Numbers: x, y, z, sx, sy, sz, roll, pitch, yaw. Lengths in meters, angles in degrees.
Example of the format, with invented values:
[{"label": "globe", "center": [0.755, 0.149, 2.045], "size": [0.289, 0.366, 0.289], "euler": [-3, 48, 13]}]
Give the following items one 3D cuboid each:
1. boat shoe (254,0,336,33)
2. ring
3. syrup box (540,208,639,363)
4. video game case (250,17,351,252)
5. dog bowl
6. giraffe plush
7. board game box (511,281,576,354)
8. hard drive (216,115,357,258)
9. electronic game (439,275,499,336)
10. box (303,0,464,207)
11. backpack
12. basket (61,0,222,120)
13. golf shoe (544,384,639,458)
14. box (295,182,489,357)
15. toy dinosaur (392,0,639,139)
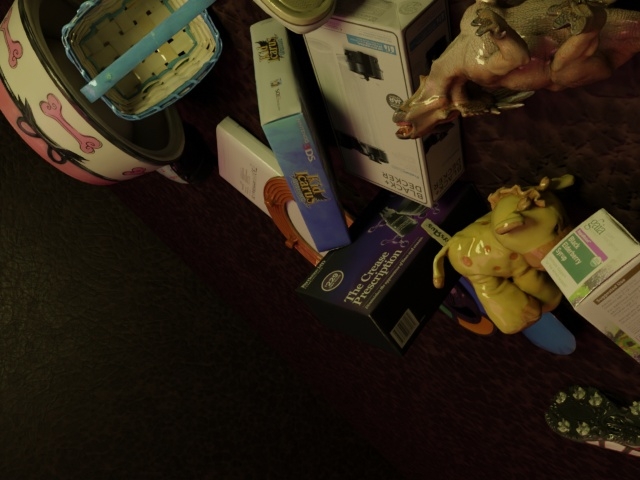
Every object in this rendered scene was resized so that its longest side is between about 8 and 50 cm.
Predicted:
[{"label": "boat shoe", "center": [-0.077, -0.353, 0.707], "size": [0.302, 0.113, 0.103], "euler": [59, 167, 14]}, {"label": "ring", "center": [0.000, 0.000, 1.273], "size": [0.336, 0.032, 0.337], "euler": [35, 157, 17]}, {"label": "syrup box", "center": [0.372, 0.078, 0.684], "size": [0.236, 0.096, 0.093], "euler": [34, -159, -22]}, {"label": "video game case", "center": [-0.031, -0.156, 0.911], "size": [0.270, 0.061, 0.244], "euler": [67, -172, -48]}, {"label": "dog bowl", "center": [-0.454, -0.287, 1.168], "size": [0.408, 0.150, 0.408], "euler": [52, -163, -24]}, {"label": "giraffe plush", "center": [0.256, -0.004, 0.766], "size": [0.210, 0.181, 0.170], "euler": [26, 148, -6]}, {"label": "board game box", "center": [0.353, 0.116, 0.988], "size": [0.169, 0.033, 0.133], "euler": [45, 164, 3]}, {"label": "hard drive", "center": [-0.083, -0.100, 1.334], "size": [0.353, 0.047, 0.233], "euler": [40, 159, 8]}, {"label": "electronic game", "center": [0.233, 0.084, 1.086], "size": [0.229, 0.048, 0.229], "euler": [46, 167, 14]}, {"label": "box", "center": [0.089, -0.190, 0.792], "size": [0.169, 0.087, 0.290], "euler": [28, 155, 33]}, {"label": "backpack", "center": [-0.374, -0.218, 1.527], "size": [0.182, 0.115, 0.152], "euler": [26, 157, 42]}, {"label": "basket", "center": [-0.278, -0.323, 0.973], "size": [0.201, 0.254, 0.289], "euler": [52, 176, -21]}, {"label": "golf shoe", "center": [0.515, 0.333, 1.044], "size": [0.120, 0.105, 0.273], "euler": [41, 161, -17]}, {"label": "box", "center": [0.115, 0.029, 0.927], "size": [0.184, 0.261, 0.103], "euler": [9, 142, 55]}, {"label": "toy dinosaur", "center": [0.207, -0.179, 0.568], "size": [0.295, 0.127, 0.200], "euler": [7, 161, 27]}]
